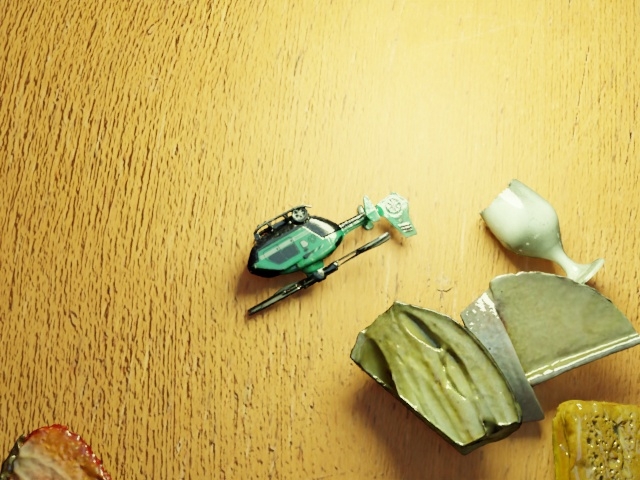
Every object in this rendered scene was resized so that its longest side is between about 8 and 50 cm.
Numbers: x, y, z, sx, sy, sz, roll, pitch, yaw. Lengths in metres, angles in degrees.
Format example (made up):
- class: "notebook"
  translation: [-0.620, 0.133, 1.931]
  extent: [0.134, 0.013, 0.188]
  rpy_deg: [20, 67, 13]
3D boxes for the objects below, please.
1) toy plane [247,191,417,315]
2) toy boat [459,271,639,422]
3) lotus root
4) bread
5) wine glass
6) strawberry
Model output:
- class: "toy plane"
  translation: [0.000, 0.000, 1.649]
  extent: [0.381, 0.106, 0.155]
  rpy_deg: [-27, 86, -9]
- class: "toy boat"
  translation: [0.407, 0.176, 1.592]
  extent: [0.293, 0.111, 0.276]
  rpy_deg: [-42, 95, 3]
- class: "lotus root"
  translation: [0.220, 0.257, 1.561]
  extent: [0.210, 0.142, 0.314]
  rpy_deg: [-41, 75, 5]
- class: "bread"
  translation: [0.513, 0.484, 1.530]
  extent: [0.185, 0.109, 0.381]
  rpy_deg: [8, 76, -10]
- class: "wine glass"
  translation: [0.431, -0.005, 1.650]
  extent: [0.126, 0.126, 0.241]
  rpy_deg: [-43, 85, -10]
- class: "strawberry"
  translation: [-0.454, 0.444, 1.513]
  extent: [0.236, 0.111, 0.190]
  rpy_deg: [25, 78, 12]
